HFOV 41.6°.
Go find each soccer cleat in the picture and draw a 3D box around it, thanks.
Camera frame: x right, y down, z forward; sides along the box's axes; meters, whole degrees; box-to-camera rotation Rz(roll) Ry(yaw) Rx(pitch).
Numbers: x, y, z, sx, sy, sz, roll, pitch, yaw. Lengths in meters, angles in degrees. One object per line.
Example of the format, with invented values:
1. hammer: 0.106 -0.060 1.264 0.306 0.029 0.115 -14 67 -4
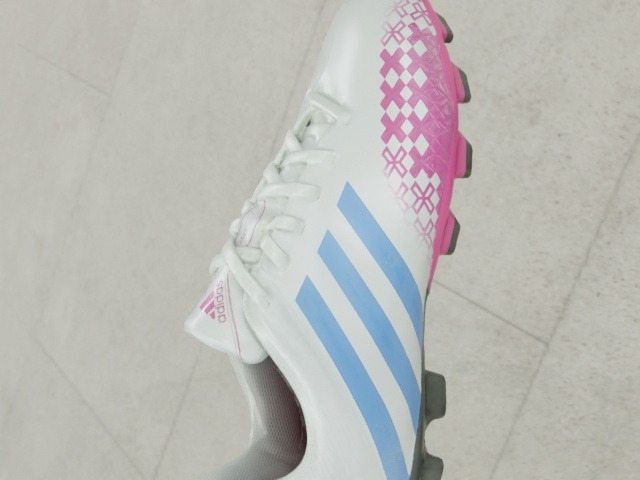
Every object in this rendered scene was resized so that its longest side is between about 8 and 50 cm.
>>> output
1. soccer cleat: 0.000 0.000 0.476 0.116 0.143 0.331 165 109 -66
